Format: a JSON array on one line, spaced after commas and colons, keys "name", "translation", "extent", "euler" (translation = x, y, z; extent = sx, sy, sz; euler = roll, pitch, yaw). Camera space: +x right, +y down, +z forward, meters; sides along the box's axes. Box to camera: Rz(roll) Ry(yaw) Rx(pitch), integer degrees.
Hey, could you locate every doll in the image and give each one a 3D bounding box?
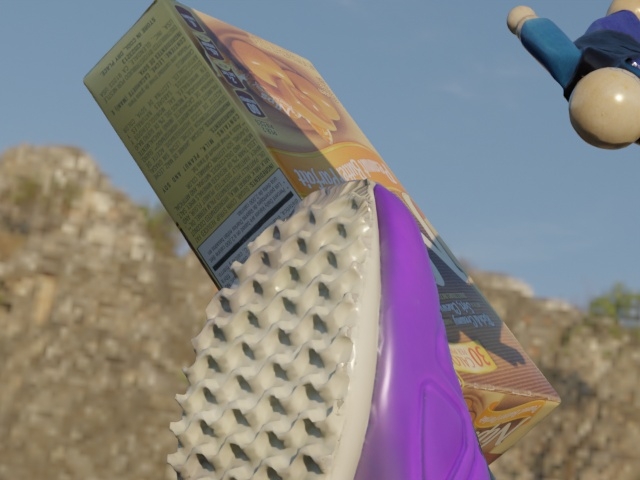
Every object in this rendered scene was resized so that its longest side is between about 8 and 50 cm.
[{"name": "doll", "translation": [0.148, -0.079, 0.842], "extent": [0.129, 0.046, 0.189], "euler": [36, 24, 3]}]

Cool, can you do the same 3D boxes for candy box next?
[{"name": "candy box", "translation": [0.000, 0.000, 1.085], "extent": [0.087, 0.316, 0.183], "euler": [-45, -27, 18]}]

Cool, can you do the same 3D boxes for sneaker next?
[{"name": "sneaker", "translation": [0.031, 0.127, 0.621], "extent": [0.146, 0.293, 0.102], "euler": [16, -26, -36]}]
